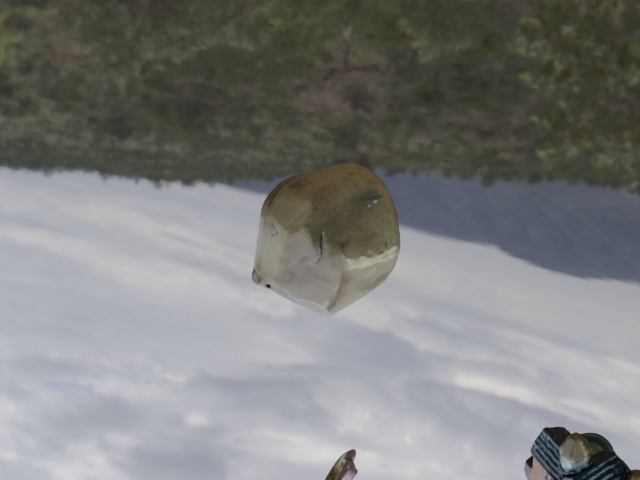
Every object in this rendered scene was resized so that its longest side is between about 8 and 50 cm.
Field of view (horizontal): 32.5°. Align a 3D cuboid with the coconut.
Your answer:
[{"bbox_3d":[0.000,0.000,1.519,0.224,0.224,0.224,14,-176,-1],"label":"coconut"}]

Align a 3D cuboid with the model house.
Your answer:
[{"bbox_3d":[0.534,0.451,2.162,0.253,0.184,0.291,52,168,39],"label":"model house"}]

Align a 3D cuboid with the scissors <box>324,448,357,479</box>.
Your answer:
[{"bbox_3d":[0.002,0.395,1.700,0.024,0.160,0.317,32,166,-1],"label":"scissors"}]
